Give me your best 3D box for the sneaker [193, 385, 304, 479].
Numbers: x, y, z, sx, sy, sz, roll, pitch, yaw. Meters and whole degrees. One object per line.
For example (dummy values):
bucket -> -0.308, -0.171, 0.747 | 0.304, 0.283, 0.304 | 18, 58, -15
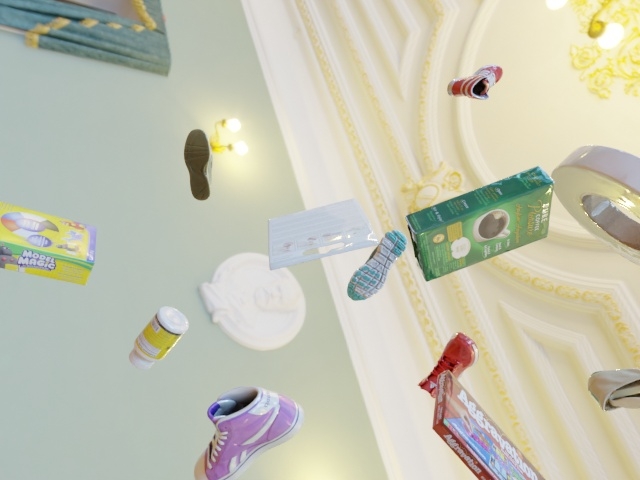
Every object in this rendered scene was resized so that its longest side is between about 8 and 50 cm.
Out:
sneaker -> -0.187, 0.376, 0.912 | 0.282, 0.161, 0.102 | -42, -145, 13

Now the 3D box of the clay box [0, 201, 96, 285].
clay box -> -0.482, -0.005, 0.736 | 0.053, 0.222, 0.127 | -60, -146, 16

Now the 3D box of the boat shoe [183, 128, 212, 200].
boat shoe -> -0.259, -0.165, 0.998 | 0.048, 0.056, 0.152 | -98, -175, -69

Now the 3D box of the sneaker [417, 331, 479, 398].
sneaker -> 0.319, 0.332, 1.170 | 0.087, 0.128, 0.221 | 35, -35, 30

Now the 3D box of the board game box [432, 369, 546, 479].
board game box -> 0.295, 0.366, 0.782 | 0.027, 0.145, 0.281 | -41, -87, 24

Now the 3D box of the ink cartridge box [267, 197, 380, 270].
ink cartridge box -> 0.000, 0.000, 1.395 | 0.385, 0.309, 0.091 | -106, -178, -65

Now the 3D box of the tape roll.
tape roll -> 0.722, -0.064, 1.085 | 0.072, 0.392, 0.392 | -46, -135, 3

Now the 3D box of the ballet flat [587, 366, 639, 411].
ballet flat -> 0.656, 0.281, 0.891 | 0.249, 0.086, 0.086 | -21, -111, 23

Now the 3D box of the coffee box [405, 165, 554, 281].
coffee box -> 0.214, -0.019, 0.622 | 0.113, 0.184, 0.040 | 64, 6, -46

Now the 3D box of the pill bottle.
pill bottle -> -0.305, 0.185, 0.865 | 0.116, 0.065, 0.065 | -48, -132, 13

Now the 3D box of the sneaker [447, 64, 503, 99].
sneaker -> 0.288, -0.275, 0.805 | 0.067, 0.119, 0.042 | 37, -31, 57

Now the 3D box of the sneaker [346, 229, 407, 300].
sneaker -> 0.116, 0.056, 0.943 | 0.065, 0.076, 0.166 | 40, -93, 6
